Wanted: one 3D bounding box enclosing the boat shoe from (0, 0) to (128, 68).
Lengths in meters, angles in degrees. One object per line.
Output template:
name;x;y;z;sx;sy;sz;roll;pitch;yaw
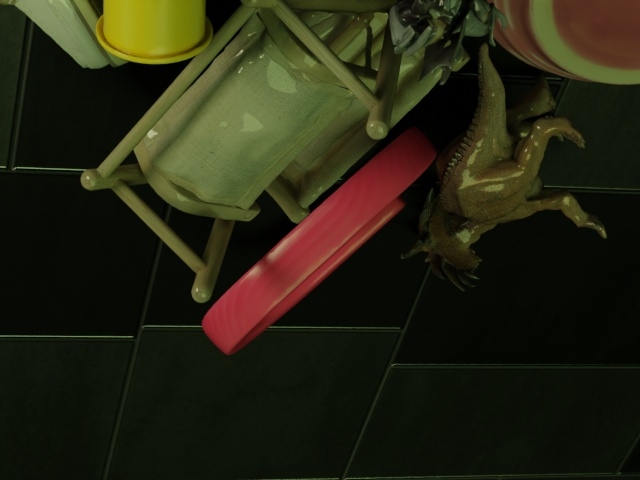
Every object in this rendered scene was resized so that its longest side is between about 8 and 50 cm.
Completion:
boat shoe;-0.260;-0.251;1.339;0.103;0.113;0.302;-23;128;12

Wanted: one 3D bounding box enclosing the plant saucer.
plant saucer;0.301;-0.259;1.496;0.332;0.084;0.332;-7;140;-6

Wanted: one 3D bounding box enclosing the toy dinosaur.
toy dinosaur;0.159;-0.055;1.636;0.200;0.127;0.296;-23;146;2

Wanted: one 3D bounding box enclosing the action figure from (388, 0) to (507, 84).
action figure;0.057;-0.247;1.380;0.285;0.185;0.099;32;130;-29

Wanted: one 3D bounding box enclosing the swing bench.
swing bench;-0.036;-0.113;1.480;0.165;0.254;0.253;46;119;0

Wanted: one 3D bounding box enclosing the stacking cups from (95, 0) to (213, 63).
stacking cups;-0.123;-0.291;1.230;0.096;0.096;0.316;-4;127;-11

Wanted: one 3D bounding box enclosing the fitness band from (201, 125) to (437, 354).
fitness band;0.000;0.000;1.620;0.291;0.054;0.209;-43;176;10
